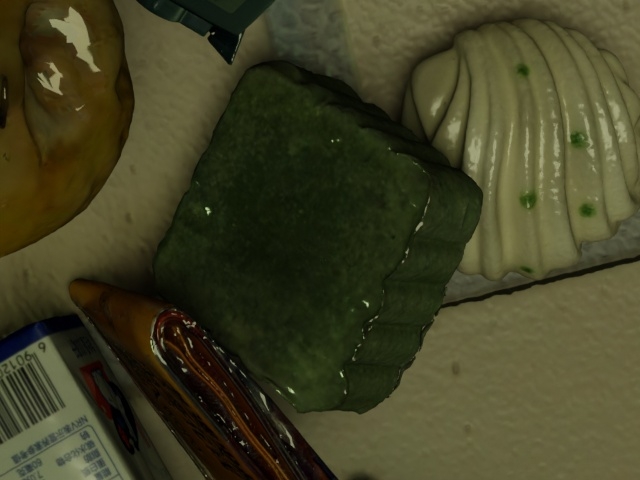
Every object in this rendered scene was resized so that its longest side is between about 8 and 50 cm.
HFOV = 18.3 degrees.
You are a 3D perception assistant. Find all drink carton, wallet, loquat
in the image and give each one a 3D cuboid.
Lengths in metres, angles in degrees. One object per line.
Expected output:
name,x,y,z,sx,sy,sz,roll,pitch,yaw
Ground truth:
drink carton,-0.138,0.207,1.317,0.106,0.130,0.315,-31,87,5
wallet,-0.082,0.110,1.331,0.042,0.161,0.195,-46,114,-18
loquat,-0.235,-0.094,1.210,0.243,0.244,0.244,-2,110,-6

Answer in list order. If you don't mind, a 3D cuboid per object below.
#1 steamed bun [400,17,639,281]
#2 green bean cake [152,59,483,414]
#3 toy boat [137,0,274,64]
steamed bun,0.139,-0.056,1.327,0.182,0.106,0.183,-2,111,-5
green bean cake,0.000,0.000,1.288,0.094,0.185,0.183,12,110,-49
toy boat,-0.141,-0.241,1.220,0.296,0.114,0.122,33,109,-17
